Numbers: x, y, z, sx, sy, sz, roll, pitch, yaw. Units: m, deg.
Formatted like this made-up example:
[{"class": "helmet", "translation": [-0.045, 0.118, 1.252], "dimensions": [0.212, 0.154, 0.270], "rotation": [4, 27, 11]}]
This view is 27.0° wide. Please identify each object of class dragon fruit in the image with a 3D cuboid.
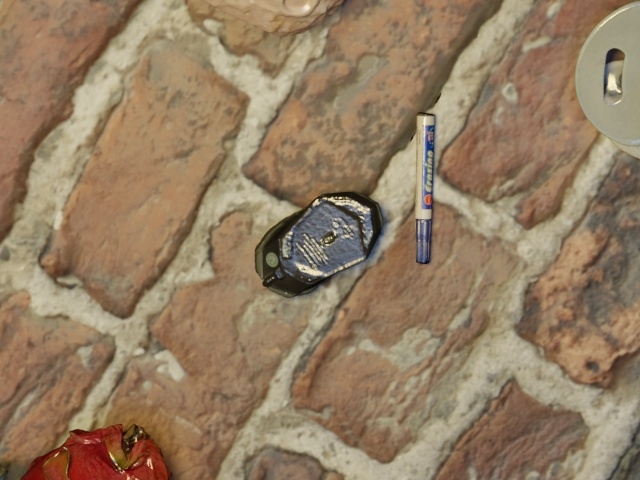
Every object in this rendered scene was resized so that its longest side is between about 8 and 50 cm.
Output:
[{"class": "dragon fruit", "translation": [-0.324, 0.397, 1.795], "dimensions": [0.315, 0.250, 0.250], "rotation": [-38, 93, 25]}]

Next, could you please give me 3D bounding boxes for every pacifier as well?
[{"class": "pacifier", "translation": [0.462, -0.180, 1.665], "dimensions": [0.279, 0.207, 0.227], "rotation": [0, 114, 5]}]

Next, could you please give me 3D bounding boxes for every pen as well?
[{"class": "pen", "translation": [0.140, -0.070, 1.793], "dimensions": [0.025, 0.025, 0.204], "rotation": [1, 97, 5]}]

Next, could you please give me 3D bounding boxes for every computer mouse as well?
[{"class": "computer mouse", "translation": [0.000, 0.000, 1.796], "dimensions": [0.192, 0.062, 0.105], "rotation": [-33, 94, 14]}]

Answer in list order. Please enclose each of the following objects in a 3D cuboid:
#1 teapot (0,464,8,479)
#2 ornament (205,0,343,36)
[{"class": "teapot", "translation": [-0.536, 0.409, 1.849], "dimensions": [0.193, 0.129, 0.294], "rotation": [44, 108, 0]}, {"class": "ornament", "translation": [-0.063, -0.384, 1.653], "dimensions": [0.259, 0.259, 0.225], "rotation": [29, 100, 1]}]
